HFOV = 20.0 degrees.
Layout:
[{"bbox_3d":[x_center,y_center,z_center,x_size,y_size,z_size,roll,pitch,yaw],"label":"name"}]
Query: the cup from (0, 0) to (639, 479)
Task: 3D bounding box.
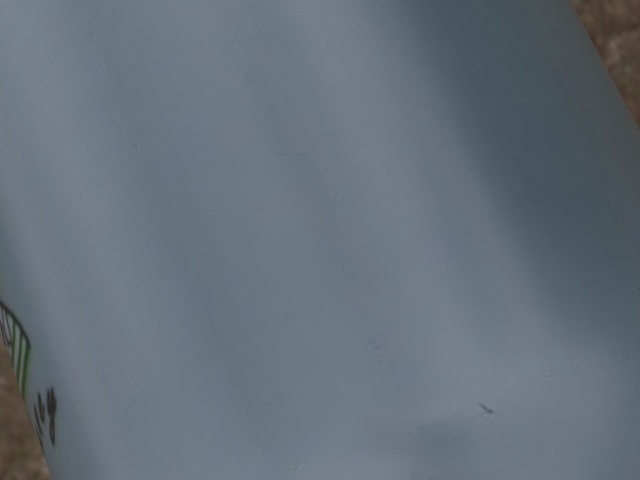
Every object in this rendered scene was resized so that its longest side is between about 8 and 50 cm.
[{"bbox_3d":[0.000,0.000,0.549,0.205,0.205,0.312,-34,57,17],"label":"cup"}]
